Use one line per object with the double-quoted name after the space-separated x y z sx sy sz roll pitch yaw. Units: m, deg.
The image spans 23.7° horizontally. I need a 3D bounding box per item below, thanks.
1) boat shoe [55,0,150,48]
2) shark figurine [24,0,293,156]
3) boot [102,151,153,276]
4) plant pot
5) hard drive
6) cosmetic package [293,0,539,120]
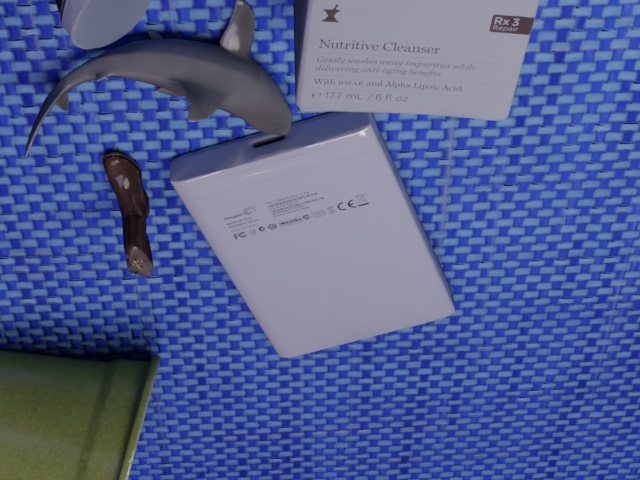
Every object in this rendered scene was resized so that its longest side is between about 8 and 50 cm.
-0.171 -0.303 1.363 0.113 0.105 0.306 -21 161 -33 "boat shoe"
-0.158 -0.151 1.542 0.278 0.116 0.166 1 138 -9 "shark figurine"
-0.210 -0.026 1.678 0.037 0.114 0.106 -15 139 12 "boot"
-0.357 0.246 1.906 0.254 0.276 0.276 15 137 -4 "plant pot"
0.000 0.000 1.784 0.233 0.047 0.353 -15 138 12 "hard drive"
0.095 -0.296 1.357 0.217 0.156 0.385 1 141 -4 "cosmetic package"
